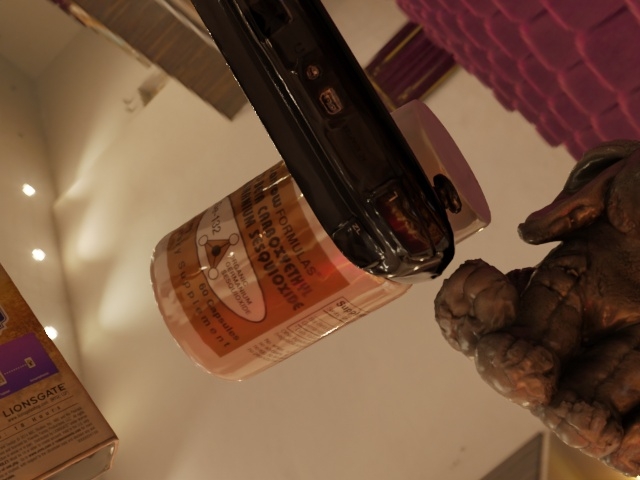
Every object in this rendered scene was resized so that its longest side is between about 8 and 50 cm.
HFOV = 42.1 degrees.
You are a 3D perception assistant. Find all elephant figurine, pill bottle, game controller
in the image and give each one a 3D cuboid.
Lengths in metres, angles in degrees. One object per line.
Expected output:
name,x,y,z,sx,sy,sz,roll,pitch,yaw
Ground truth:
elephant figurine,0.198,0.005,0.489,0.169,0.239,0.186,33,-176,-27
pill bottle,0.000,0.000,0.611,0.131,0.229,0.131,48,-157,-28
game controller,-0.021,-0.117,0.454,0.319,0.067,0.166,61,-172,9

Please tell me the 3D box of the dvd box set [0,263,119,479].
dvd box set,-0.397,0.072,0.631,0.308,0.062,0.420,-26,-117,-36
